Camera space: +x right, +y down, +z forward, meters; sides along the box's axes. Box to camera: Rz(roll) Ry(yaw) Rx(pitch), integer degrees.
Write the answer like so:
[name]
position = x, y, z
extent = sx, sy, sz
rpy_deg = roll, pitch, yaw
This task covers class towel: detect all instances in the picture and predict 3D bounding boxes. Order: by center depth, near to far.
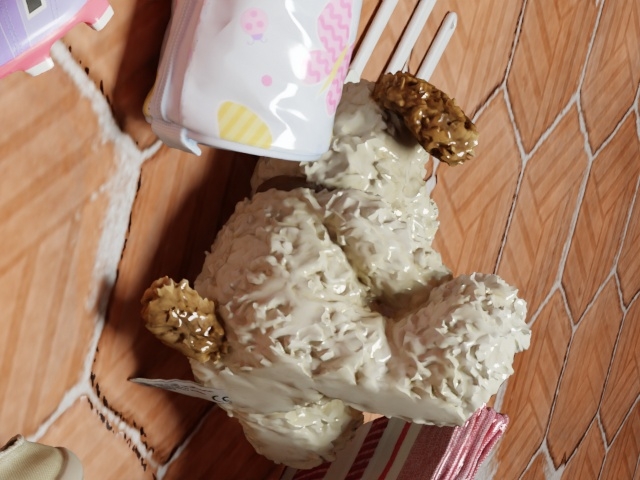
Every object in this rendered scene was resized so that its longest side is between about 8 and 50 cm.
[towel]
position = 0.001, 0.230, 1.148
extent = 0.237, 0.037, 0.329
rpy_deg = -61, -168, -22

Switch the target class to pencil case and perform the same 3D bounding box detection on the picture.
[pencil case]
position = -0.024, -0.181, 0.954
extent = 0.124, 0.113, 0.273
rpy_deg = -10, 115, -60

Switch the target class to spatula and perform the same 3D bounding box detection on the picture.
[spatula]
position = 0.052, -0.120, 1.288
extent = 0.242, 0.019, 0.168
rpy_deg = -63, 154, -22

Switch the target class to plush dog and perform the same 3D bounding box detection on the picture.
[plush dog]
position = 0.000, 0.000, 1.074
extent = 0.210, 0.262, 0.225
rpy_deg = 29, 59, -23

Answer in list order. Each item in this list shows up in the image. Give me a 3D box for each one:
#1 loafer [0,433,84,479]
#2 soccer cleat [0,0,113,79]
[loafer]
position = -0.200, 0.155, 0.817
extent = 0.102, 0.092, 0.268
rpy_deg = -52, 180, 20
[soccer cleat]
position = -0.121, -0.172, 0.811
extent = 0.095, 0.083, 0.248
rpy_deg = 51, 59, -27
